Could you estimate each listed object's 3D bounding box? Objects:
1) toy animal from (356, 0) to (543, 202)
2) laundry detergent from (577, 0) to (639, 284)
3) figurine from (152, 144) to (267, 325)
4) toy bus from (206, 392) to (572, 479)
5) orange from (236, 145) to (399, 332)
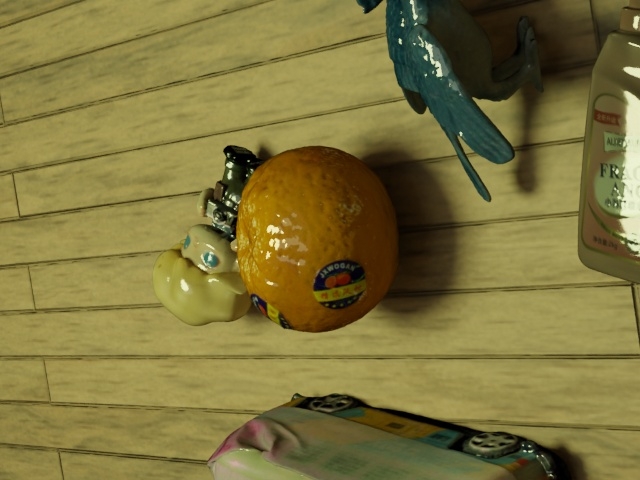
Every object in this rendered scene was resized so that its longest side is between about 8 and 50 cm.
[{"bbox_3d":[0.097,-0.154,1.337,0.239,0.176,0.255,-111,19,-73],"label":"toy animal"},{"bbox_3d":[0.283,-0.080,1.210,0.171,0.076,0.237,18,110,45],"label":"laundry detergent"},{"bbox_3d":[-0.104,0.001,1.665,0.114,0.108,0.196,31,117,15],"label":"figurine"},{"bbox_3d":[0.047,0.255,1.498,0.386,0.162,0.171,8,106,49],"label":"toy bus"},{"bbox_3d":[-0.003,-0.001,1.490,0.177,0.155,0.177,166,90,-79],"label":"orange"}]
